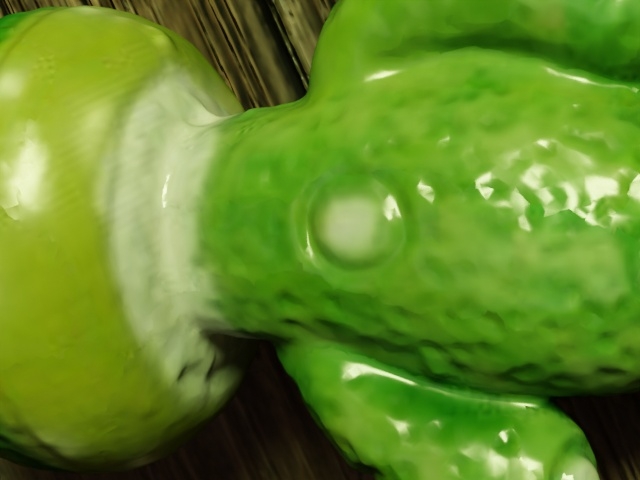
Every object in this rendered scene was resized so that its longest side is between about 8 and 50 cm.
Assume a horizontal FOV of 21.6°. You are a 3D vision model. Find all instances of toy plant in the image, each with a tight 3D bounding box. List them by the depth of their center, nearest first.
[{"bbox_3d":[0.000,0.000,0.621,0.316,0.184,0.224,-4,89,27],"label":"toy plant"}]
